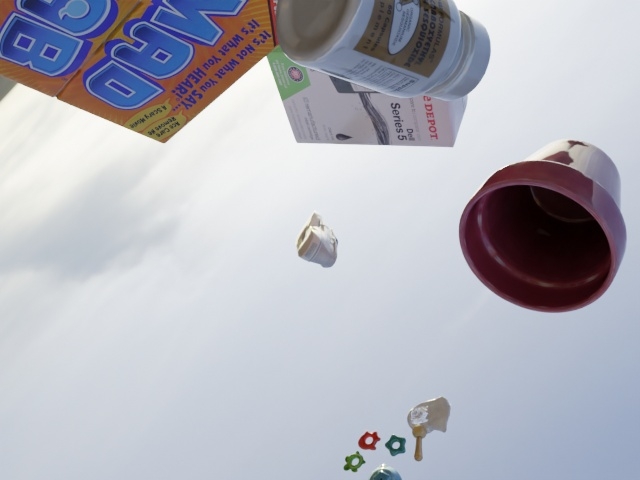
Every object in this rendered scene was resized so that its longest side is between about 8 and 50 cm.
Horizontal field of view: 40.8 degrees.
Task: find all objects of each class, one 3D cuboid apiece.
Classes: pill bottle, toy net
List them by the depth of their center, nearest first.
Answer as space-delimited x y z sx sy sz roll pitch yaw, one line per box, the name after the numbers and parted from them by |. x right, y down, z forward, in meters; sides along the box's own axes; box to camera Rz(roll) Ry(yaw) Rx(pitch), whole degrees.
0.076 -0.225 0.931 0.131 0.229 0.131 -11 -105 46 | pill bottle
0.157 0.387 1.660 0.232 0.045 0.122 -46 -124 -12 | toy net

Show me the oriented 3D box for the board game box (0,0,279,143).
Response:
-0.256 -0.415 1.152 0.356 0.356 0.356 -31 -131 42 | board game box

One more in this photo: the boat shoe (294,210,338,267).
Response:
0.000 0.000 1.447 0.066 0.063 0.184 -57 -169 7 | boat shoe

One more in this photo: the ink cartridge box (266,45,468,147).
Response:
0.077 -0.255 1.341 0.273 0.198 0.115 4 -129 21 | ink cartridge box

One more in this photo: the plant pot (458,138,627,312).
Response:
0.305 -0.035 1.120 0.201 0.201 0.180 -23 -163 43 | plant pot
